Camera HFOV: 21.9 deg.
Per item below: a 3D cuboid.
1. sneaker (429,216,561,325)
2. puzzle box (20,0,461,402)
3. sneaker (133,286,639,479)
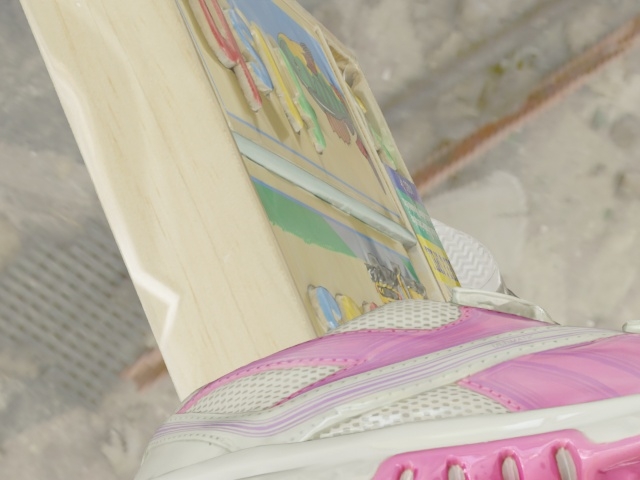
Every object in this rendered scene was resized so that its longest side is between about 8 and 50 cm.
[{"bbox_3d":[0.114,0.078,1.115,0.268,0.153,0.101,31,81,9],"label":"sneaker"},{"bbox_3d":[0.000,0.000,0.730,0.052,0.409,0.272,-25,78,11],"label":"puzzle box"},{"bbox_3d":[0.061,0.057,0.425,0.252,0.111,0.103,-3,116,-2],"label":"sneaker"}]
